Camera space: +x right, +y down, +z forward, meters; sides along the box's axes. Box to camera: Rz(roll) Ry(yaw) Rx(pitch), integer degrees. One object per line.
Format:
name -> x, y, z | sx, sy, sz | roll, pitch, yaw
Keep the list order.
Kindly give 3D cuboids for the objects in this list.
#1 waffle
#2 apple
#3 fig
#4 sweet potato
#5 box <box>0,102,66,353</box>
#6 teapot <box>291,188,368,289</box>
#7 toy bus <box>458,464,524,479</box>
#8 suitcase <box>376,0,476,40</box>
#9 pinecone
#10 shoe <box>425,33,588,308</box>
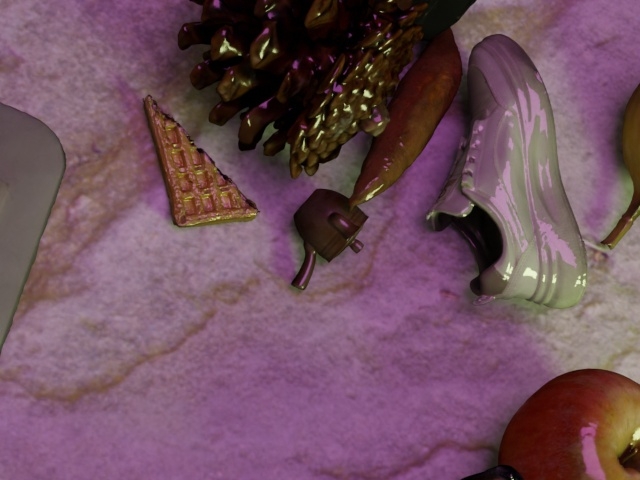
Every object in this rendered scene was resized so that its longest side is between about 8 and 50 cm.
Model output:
waffle -> -0.129, -0.088, 1.957 | 0.097, 0.023, 0.153 | -10, 76, -26
apple -> 0.283, 0.244, 1.934 | 0.209, 0.164, 0.209 | 11, 69, -31
fig -> 0.402, -0.092, 2.123 | 0.159, 0.159, 0.257 | 38, 80, -6
sweet potato -> 0.101, -0.134, 2.021 | 0.314, 0.066, 0.072 | -62, 141, -37
box -> -0.475, 0.001, 1.741 | 0.396, 0.111, 0.397 | 23, 65, -14
teapot -> 0.000, 0.000, 1.952 | 0.080, 0.085, 0.110 | 41, 83, -1
toy bus -> 0.197, 0.433, 1.840 | 0.162, 0.171, 0.386 | -26, 84, -17
suitcase -> 0.071, -0.407, 1.971 | 0.345, 0.339, 0.188 | 35, 59, -7
pinecone -> -0.031, -0.205, 1.916 | 0.264, 0.264, 0.264 | 7, 70, -20
shoe -> 0.181, -0.065, 2.024 | 0.159, 0.124, 0.316 | -13, 78, -18
